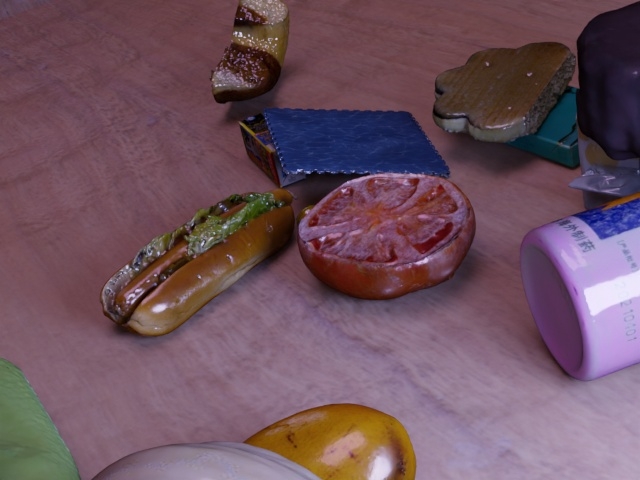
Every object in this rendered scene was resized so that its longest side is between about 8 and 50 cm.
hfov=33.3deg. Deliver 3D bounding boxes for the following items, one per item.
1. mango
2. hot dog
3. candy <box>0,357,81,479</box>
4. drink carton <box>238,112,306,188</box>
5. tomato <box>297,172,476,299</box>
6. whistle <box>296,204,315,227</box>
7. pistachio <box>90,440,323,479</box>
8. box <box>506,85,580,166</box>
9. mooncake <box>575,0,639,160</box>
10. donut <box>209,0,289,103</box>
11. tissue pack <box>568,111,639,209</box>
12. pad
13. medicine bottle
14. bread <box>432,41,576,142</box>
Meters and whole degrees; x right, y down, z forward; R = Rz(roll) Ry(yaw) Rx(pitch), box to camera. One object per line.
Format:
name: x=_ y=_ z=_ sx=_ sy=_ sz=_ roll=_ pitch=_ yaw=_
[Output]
mango: x=-0.013 y=0.234 z=1.066 sx=0.219 sy=0.112 sz=0.145 roll=-13 pitch=35 yaw=8
hot dog: x=-0.164 y=0.013 z=1.517 sx=0.135 sy=0.100 sz=0.337 roll=16 pitch=42 yaw=43
candy: x=-0.365 y=0.248 z=1.198 sx=0.142 sy=0.132 sz=0.343 roll=19 pitch=13 yaw=-35
drink carton: x=-0.081 y=-0.153 z=1.790 sx=0.056 sy=0.071 sz=0.166 roll=-19 pitch=31 yaw=-15
tomato: x=0.090 y=0.004 z=1.429 sx=0.236 sy=0.095 sz=0.237 roll=-8 pitch=33 yaw=5
whistle: x=-0.001 y=-0.005 z=1.538 sx=0.057 sy=0.046 sz=0.109 roll=-9 pitch=33 yaw=-20
pistachio: x=-0.066 y=0.283 z=0.921 sx=0.331 sy=0.208 sz=0.226 roll=13 pitch=43 yaw=25
box: x=0.368 y=-0.190 z=1.684 sx=0.161 sy=0.042 sz=0.226 roll=-30 pitch=33 yaw=-23
mooncake: x=0.440 y=-0.187 z=1.246 sx=0.283 sy=0.141 sz=0.283 roll=-10 pitch=31 yaw=6
donut: x=-0.130 y=-0.349 z=2.089 sx=0.112 sy=0.151 sz=0.295 roll=10 pitch=54 yaw=8
tissue pack: x=0.449 y=-0.103 z=1.385 sx=0.229 sy=0.159 sz=0.145 roll=6 pitch=36 yaw=30
pad: x=0.051 y=-0.161 z=1.724 sx=0.269 sy=0.012 sz=0.269 roll=0 pitch=28 yaw=-14
medicine bottle: x=0.384 y=0.027 z=1.176 sx=0.290 sy=0.178 sz=0.178 roll=-20 pitch=30 yaw=-7
bread: x=0.279 y=-0.237 z=1.705 sx=0.207 sy=0.056 sz=0.286 roll=10 pitch=39 yaw=34
